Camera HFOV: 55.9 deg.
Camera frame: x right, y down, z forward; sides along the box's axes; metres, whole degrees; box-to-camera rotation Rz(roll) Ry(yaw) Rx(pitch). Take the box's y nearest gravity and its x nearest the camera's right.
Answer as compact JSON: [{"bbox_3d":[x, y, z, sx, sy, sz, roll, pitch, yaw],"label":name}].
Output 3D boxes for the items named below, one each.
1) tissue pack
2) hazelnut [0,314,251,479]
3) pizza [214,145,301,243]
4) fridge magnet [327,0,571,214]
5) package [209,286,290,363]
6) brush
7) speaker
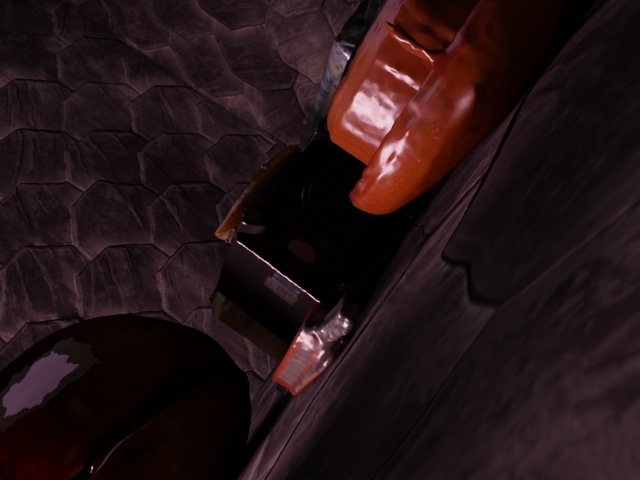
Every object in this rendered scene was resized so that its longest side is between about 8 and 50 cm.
[{"bbox_3d":[0.104,-0.192,0.956,0.128,0.228,0.311,-56,-1,-25],"label":"tissue pack"},{"bbox_3d":[-0.313,0.297,0.930,0.402,0.402,0.429,-55,-13,-35],"label":"hazelnut"},{"bbox_3d":[-0.091,-0.056,0.885,0.184,0.036,0.176,-54,-2,-17],"label":"pizza"},{"bbox_3d":[0.132,-0.188,0.616,0.363,0.155,0.363,-55,-1,-2],"label":"fridge magnet"},{"bbox_3d":[-0.054,0.032,1.064,0.311,0.165,0.221,-57,40,5],"label":"package"},{"bbox_3d":[-0.012,0.122,0.693,0.070,0.051,0.323,-52,-3,-28],"label":"brush"},{"bbox_3d":[0.000,0.000,0.845,0.232,0.184,0.254,-54,0,-26],"label":"speaker"}]
